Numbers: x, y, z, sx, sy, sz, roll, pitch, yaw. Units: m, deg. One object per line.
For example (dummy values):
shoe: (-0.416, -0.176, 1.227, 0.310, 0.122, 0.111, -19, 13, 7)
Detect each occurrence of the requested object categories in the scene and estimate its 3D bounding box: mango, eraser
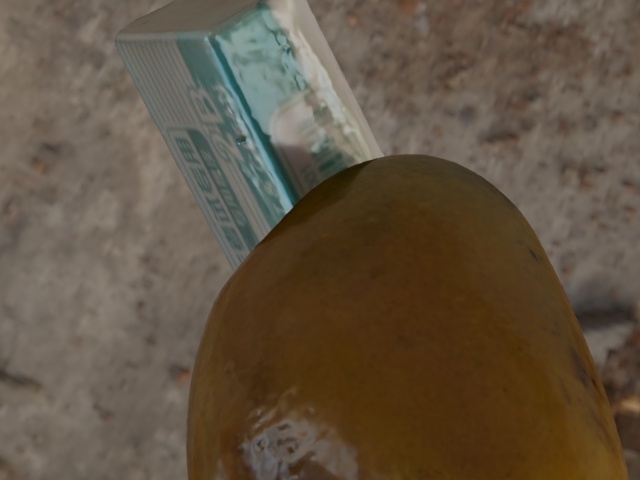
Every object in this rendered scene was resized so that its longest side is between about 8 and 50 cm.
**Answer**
mango: (0.026, 0.066, 0.658, 0.151, 0.221, 0.120, 1, 147, -22)
eraser: (0.000, 0.000, 0.791, 0.095, 0.052, 0.225, 8, 130, 60)
